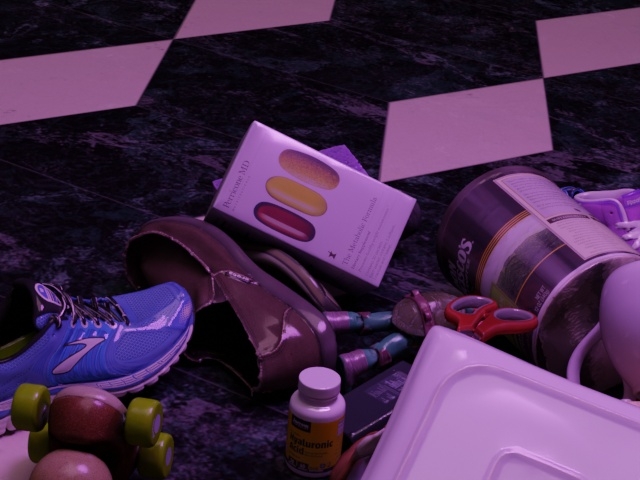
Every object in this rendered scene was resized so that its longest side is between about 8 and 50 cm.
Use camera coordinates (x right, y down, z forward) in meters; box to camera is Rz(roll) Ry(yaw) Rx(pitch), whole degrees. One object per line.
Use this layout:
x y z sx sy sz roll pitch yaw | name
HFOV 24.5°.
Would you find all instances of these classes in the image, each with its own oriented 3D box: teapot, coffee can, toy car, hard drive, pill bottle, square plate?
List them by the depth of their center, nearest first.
0.206 0.270 1.434 0.347 0.049 0.344 21 58 13 | square plate
-0.256 0.261 1.546 0.155 0.149 0.188 6 55 10 | toy car
-0.005 0.204 1.666 0.065 0.116 0.065 4 26 -2 | pill bottle
0.437 0.132 1.711 0.252 0.187 0.256 6 -14 -2 | teapot
0.068 0.193 1.742 0.135 0.022 0.094 -28 24 -21 | hard drive
0.302 0.047 1.939 0.201 0.201 0.275 -7 29 -22 | coffee can

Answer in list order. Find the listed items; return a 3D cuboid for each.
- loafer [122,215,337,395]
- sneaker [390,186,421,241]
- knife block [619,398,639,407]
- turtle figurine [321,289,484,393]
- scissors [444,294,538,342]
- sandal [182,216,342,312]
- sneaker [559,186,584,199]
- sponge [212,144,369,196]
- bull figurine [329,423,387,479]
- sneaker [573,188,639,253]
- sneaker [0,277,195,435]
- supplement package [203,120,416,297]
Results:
-0.142 0.078 1.874 0.130 0.134 0.366 -21 36 -41 | loafer
0.000 0.000 2.114 0.281 0.106 0.162 -1 30 11 | sneaker
0.353 0.303 1.596 0.088 0.276 0.242 2 72 -8 | knife block
0.125 0.119 1.874 0.234 0.118 0.175 -9 29 -14 | turtle figurine
0.163 0.111 1.696 0.109 0.021 0.297 17 19 24 | scissors
-0.094 0.054 1.991 0.303 0.120 0.086 20 75 35 | sandal
0.388 -0.064 2.336 0.053 0.059 0.144 -20 35 -36 | sneaker
-0.042 -0.076 2.119 0.210 0.031 0.117 -17 34 -13 | sponge
0.148 0.216 1.638 0.310 0.188 0.101 -25 72 -33 | bull figurine
0.457 0.019 2.073 0.282 0.161 0.102 27 32 35 | sneaker
-0.294 0.112 1.734 0.330 0.147 0.130 -21 37 -30 | sneaker
-0.018 -0.039 1.994 0.244 0.139 0.134 25 -12 -6 | supplement package
